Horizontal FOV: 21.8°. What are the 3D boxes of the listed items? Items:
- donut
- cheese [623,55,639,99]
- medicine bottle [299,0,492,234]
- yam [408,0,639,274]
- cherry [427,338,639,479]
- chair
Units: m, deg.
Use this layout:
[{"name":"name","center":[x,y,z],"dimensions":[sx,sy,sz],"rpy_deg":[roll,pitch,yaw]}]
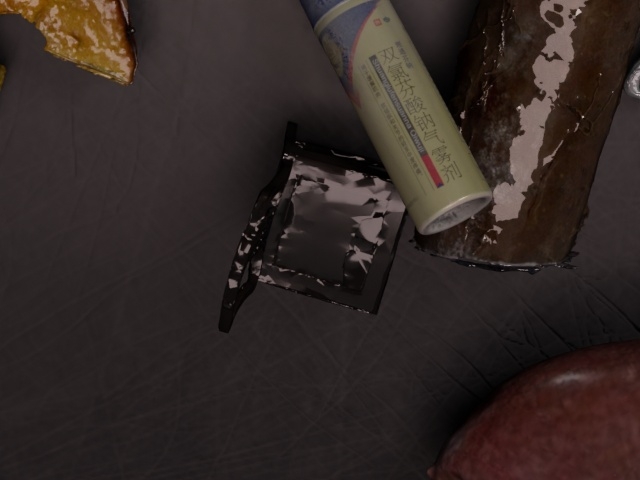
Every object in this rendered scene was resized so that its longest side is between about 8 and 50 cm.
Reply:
[{"name":"donut","center":[-0.221,-0.160,1.195],"dimensions":[0.181,0.078,0.146],"rpy_deg":[-20,107,13]},{"name":"cheese","center":[0.273,-0.181,1.205],"dimensions":[0.171,0.047,0.092],"rpy_deg":[-41,104,13]},{"name":"medicine bottle","center":[0.043,-0.117,1.163],"dimensions":[0.059,0.059,0.231],"rpy_deg":[-30,76,9]},{"name":"yam","center":[0.158,-0.112,1.192],"dimensions":[0.131,0.131,0.279],"rpy_deg":[13,106,-5]},{"name":"cherry","center":[0.234,0.199,1.251],"dimensions":[0.307,0.221,0.261],"rpy_deg":[9,101,10]},{"name":"chair","center":[0.000,0.000,1.171],"dimensions":[0.113,0.229,0.106],"rpy_deg":[15,109,-3]}]
